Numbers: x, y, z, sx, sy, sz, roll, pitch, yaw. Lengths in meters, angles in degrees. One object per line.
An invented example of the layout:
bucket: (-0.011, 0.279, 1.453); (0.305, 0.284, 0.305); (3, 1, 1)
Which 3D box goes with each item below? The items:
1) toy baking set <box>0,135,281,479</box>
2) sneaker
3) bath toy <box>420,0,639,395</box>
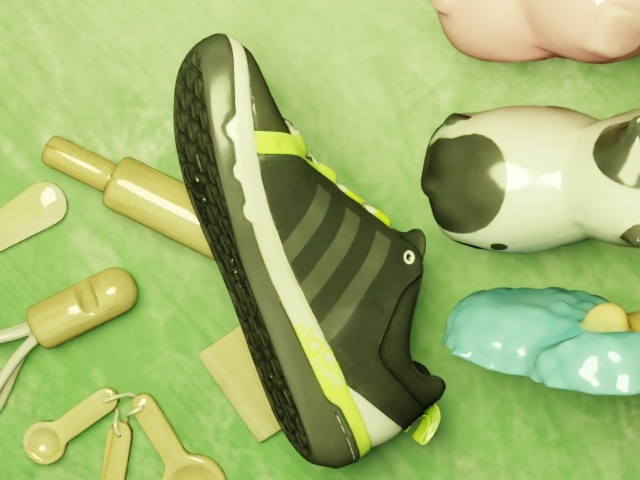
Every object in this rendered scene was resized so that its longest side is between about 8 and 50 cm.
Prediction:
toy baking set: (-0.123, 0.049, 0.958); (0.256, 0.030, 0.197); (30, 96, -1)
sneaker: (0.000, 0.000, 0.907); (0.097, 0.084, 0.235); (-23, 109, -15)
bath toy: (0.118, -0.104, 0.885); (0.151, 0.129, 0.348); (-5, 95, 3)
